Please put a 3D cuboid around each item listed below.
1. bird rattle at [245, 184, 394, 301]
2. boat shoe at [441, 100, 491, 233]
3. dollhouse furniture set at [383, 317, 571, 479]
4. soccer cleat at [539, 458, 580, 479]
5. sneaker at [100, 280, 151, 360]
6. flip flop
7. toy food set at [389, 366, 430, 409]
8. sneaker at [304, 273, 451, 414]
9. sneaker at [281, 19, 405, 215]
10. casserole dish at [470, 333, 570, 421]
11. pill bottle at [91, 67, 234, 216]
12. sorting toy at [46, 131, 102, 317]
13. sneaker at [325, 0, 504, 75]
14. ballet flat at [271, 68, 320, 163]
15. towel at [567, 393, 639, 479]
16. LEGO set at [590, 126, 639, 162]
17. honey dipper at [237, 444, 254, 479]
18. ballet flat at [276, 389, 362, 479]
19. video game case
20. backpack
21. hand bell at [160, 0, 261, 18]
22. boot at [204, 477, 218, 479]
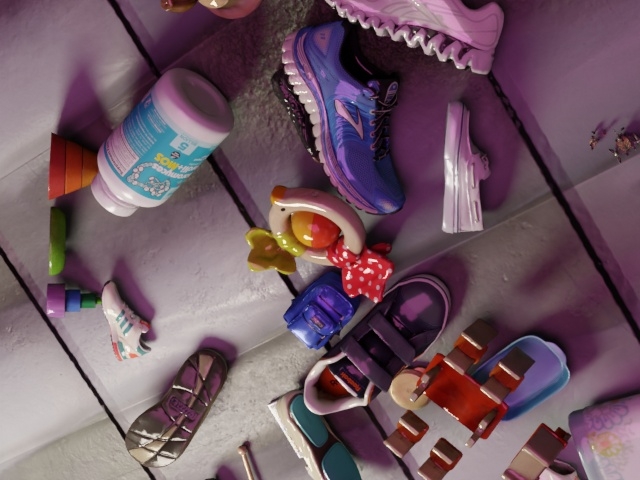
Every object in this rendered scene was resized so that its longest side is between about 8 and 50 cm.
[{"bbox_3d":[0.000,0.000,1.804,0.253,0.143,0.207,21,148,19],"label":"bird rattle"},{"bbox_3d":[0.234,-0.117,1.754,0.076,0.083,0.226,2,123,6],"label":"boat shoe"},{"bbox_3d":[0.278,0.294,1.843,0.259,0.135,0.262,38,118,14],"label":"dollhouse furniture set"},{"bbox_3d":[0.431,0.435,1.901,0.196,0.068,0.076,40,114,4],"label":"soccer cleat"},{"bbox_3d":[-0.360,0.147,2.071,0.075,0.057,0.161,-9,107,4],"label":"sneaker"},{"bbox_3d":[-0.265,0.318,2.091,0.112,0.080,0.277,37,102,8],"label":"flip flop"},{"bbox_3d":[0.159,0.261,1.949,0.082,0.020,0.083,-1,110,20],"label":"toy food set"},{"bbox_3d":[0.095,0.193,1.888,0.126,0.127,0.321,43,116,0],"label":"sneaker"},{"bbox_3d":[0.064,-0.194,1.745,0.147,0.130,0.330,-19,103,27],"label":"sneaker"},{"bbox_3d":[0.337,0.229,1.867,0.114,0.037,0.188,47,118,-3],"label":"casserole dish"},{"bbox_3d":[-0.277,-0.156,1.866,0.146,0.146,0.264,46,118,-2],"label":"pill bottle"},{"bbox_3d":[-0.435,-0.020,2.017,0.126,0.127,0.365,1,117,-13],"label":"sorting toy"},{"bbox_3d":[0.140,-0.354,1.680,0.292,0.110,0.118,22,105,4],"label":"sneaker"},{"bbox_3d":[-0.026,-0.206,1.825,0.049,0.057,0.173,-5,114,64],"label":"ballet flat"},{"bbox_3d":[0.620,0.407,1.815,0.320,0.090,0.374,-20,103,21],"label":"towel"},{"bbox_3d":[0.456,-0.151,1.691,0.083,0.023,0.054,28,115,21],"label":"LEGO set"},{"bbox_3d":[-0.131,0.469,2.124,0.030,0.030,0.161,-11,105,22],"label":"honey dipper"},{"bbox_3d":[-0.006,0.381,2.016,0.086,0.086,0.248,-25,99,25],"label":"ballet flat"},{"bbox_3d":[-0.033,0.341,2.051,0.087,0.011,0.122,-26,100,25],"label":"video game case"},{"bbox_3d":[0.008,0.124,1.904,0.098,0.101,0.120,42,116,-10],"label":"backpack"},{"bbox_3d":[-0.184,-0.384,1.691,0.126,0.242,0.126,7,112,17],"label":"hand bell"},{"bbox_3d":[-0.266,0.568,2.194,0.208,0.076,0.189,-12,104,30],"label":"boot"}]
